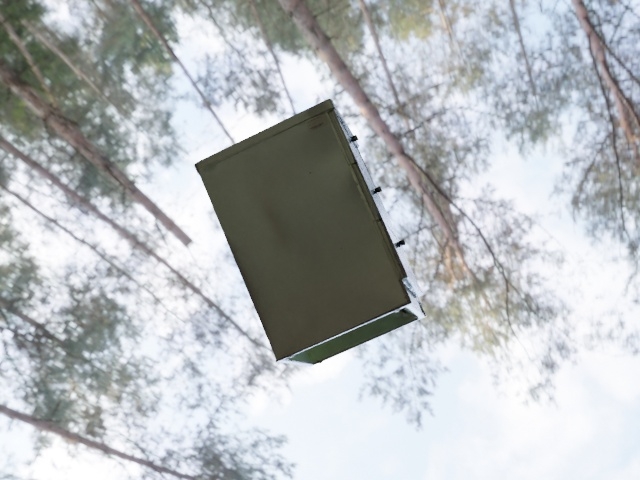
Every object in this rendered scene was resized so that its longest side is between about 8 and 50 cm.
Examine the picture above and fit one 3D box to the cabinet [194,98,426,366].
[{"bbox_3d":[0.000,0.000,0.898,0.150,0.145,0.206,-25,-103,7],"label":"cabinet"}]
